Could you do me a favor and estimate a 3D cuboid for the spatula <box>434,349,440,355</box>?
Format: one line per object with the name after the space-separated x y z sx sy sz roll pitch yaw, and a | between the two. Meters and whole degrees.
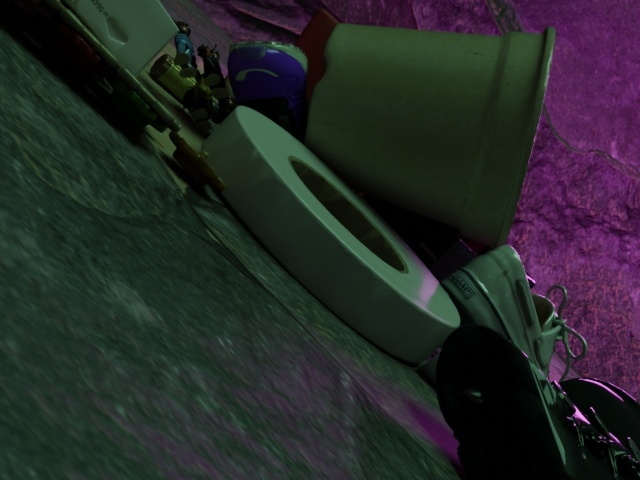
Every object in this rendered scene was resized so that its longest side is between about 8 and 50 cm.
0.251 0.242 1.646 0.168 0.019 0.242 39 9 -40 | spatula

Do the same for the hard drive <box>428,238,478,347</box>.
0.191 0.077 1.790 0.094 0.135 0.022 44 7 4 | hard drive

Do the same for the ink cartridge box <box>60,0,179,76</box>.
-0.275 -0.298 1.407 0.203 0.086 0.148 39 -8 33 | ink cartridge box

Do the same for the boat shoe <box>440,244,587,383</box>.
0.297 0.129 1.736 0.136 0.156 0.367 48 -7 49 | boat shoe

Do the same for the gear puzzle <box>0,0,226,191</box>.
-0.226 -0.168 1.303 0.339 0.044 0.175 46 -3 -15 | gear puzzle

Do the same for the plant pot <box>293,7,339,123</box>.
0.016 -0.202 2.005 0.275 0.243 0.275 42 7 -7 | plant pot

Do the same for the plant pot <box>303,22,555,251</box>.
0.145 -0.173 1.743 0.305 0.334 0.334 14 5 5 | plant pot

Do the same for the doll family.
-0.161 -0.222 1.674 0.111 0.076 0.193 -95 177 -51 | doll family

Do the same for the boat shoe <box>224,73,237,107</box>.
-0.042 -0.204 2.196 0.324 0.116 0.123 46 7 14 | boat shoe

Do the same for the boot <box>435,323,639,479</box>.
0.263 0.219 1.386 0.445 0.146 0.367 33 14 -40 | boot

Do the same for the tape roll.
0.015 -0.009 1.518 0.392 0.072 0.392 43 10 -9 | tape roll

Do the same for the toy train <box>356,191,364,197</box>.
0.075 -0.091 2.230 0.080 0.105 0.184 38 10 -42 | toy train

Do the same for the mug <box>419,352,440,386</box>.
0.165 0.161 1.483 0.064 0.062 0.078 53 15 8 | mug

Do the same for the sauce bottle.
-0.189 -0.216 1.770 0.128 0.042 0.042 42 7 -27 | sauce bottle

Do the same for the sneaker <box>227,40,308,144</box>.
-0.066 -0.164 1.697 0.293 0.102 0.146 68 23 -69 | sneaker

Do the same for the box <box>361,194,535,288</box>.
0.179 0.023 1.919 0.270 0.165 0.143 46 8 22 | box
